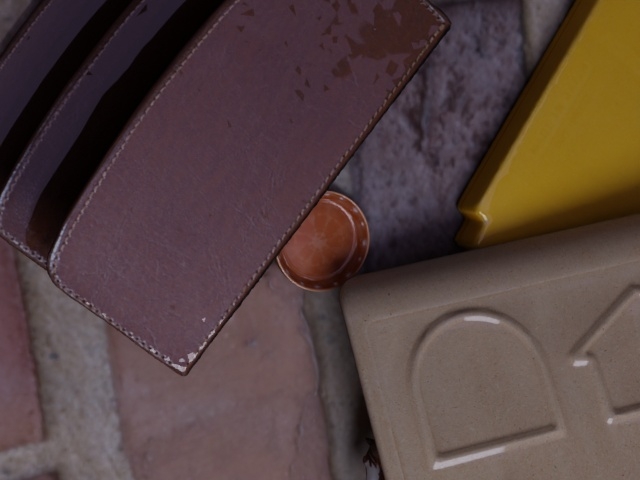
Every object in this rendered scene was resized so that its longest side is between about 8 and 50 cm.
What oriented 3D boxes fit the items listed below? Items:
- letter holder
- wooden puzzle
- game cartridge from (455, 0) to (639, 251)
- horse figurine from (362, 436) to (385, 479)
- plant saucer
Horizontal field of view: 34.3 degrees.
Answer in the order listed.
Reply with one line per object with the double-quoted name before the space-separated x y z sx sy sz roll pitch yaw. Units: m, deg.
"letter holder" -0.100 -0.101 0.720 0.214 0.152 0.302 40 83 -20
"wooden puzzle" 0.205 0.163 0.822 0.322 0.080 0.348 -12 71 -9
"game cartridge" 0.304 -0.046 0.949 0.323 0.052 0.285 33 85 -20
"horse figurine" 0.139 0.242 0.916 0.263 0.066 0.175 3 102 -21
"plant saucer" 0.000 0.000 0.848 0.083 0.013 0.084 -3 99 -21
